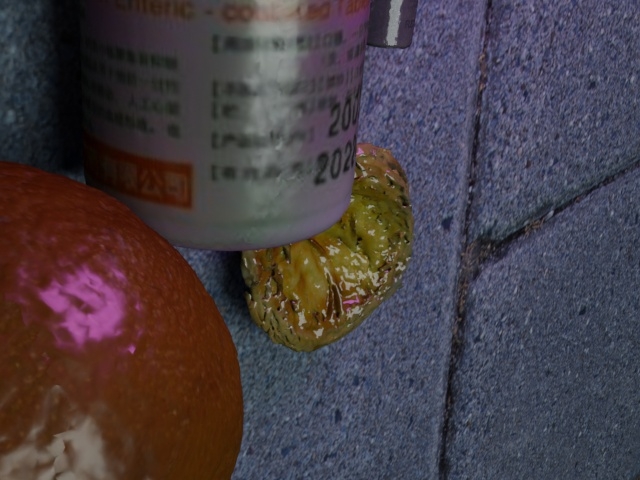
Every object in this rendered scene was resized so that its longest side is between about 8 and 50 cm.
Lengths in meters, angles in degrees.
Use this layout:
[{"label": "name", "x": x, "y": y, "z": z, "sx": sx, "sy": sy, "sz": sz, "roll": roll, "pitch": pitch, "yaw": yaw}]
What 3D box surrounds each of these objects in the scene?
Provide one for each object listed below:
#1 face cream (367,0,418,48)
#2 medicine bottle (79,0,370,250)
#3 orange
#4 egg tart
[{"label": "face cream", "x": 0.074, "y": -0.331, "z": 0.920, "sx": 0.073, "sy": 0.073, "sz": 0.283, "roll": -16, "pitch": 121, "yaw": -46}, {"label": "medicine bottle", "x": -0.066, "y": -0.205, "z": 0.692, "sx": 0.219, "sy": 0.219, "sz": 0.388, "roll": -20, "pitch": 125, "yaw": -44}, {"label": "orange", "x": -0.210, "y": 0.119, "z": 0.619, "sx": 0.322, "sy": 0.322, "sz": 0.357, "roll": -57, "pitch": 162, "yaw": -12}, {"label": "egg tart", "x": 0.000, "y": 0.000, "z": 1.002, "sx": 0.231, "sy": 0.098, "sz": 0.252, "roll": -55, "pitch": 139, "yaw": -5}]
